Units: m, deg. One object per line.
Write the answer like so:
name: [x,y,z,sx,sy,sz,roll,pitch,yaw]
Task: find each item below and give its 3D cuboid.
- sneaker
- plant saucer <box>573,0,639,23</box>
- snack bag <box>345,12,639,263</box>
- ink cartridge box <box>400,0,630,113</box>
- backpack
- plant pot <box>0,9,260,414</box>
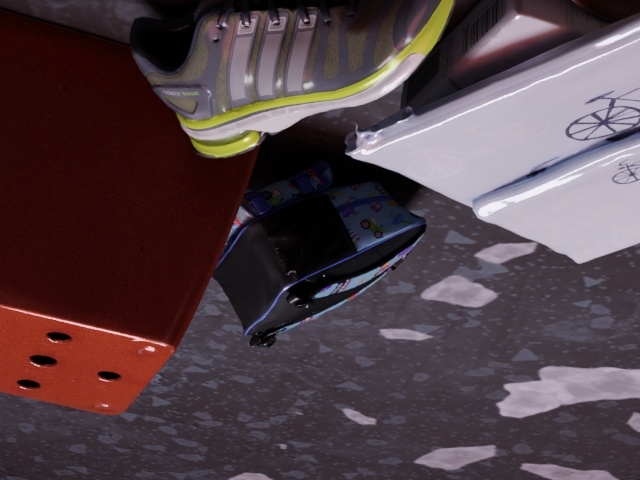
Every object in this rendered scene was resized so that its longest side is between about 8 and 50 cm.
sneaker: [-0.022,-0.157,1.188,0.300,0.111,0.121,-25,130,35]
plant saucer: [0.255,-0.210,1.105,0.198,0.036,0.198,4,153,2]
snack bag: [0.243,-0.076,1.288,0.323,0.037,0.342,-21,152,34]
ink cartridge box: [0.206,-0.118,1.274,0.232,0.066,0.189,19,150,-17]
backpack: [0.000,0.000,1.459,0.173,0.117,0.158,-26,169,-25]
plant pot: [-0.217,-0.002,1.374,0.267,0.236,0.267,15,152,-17]
